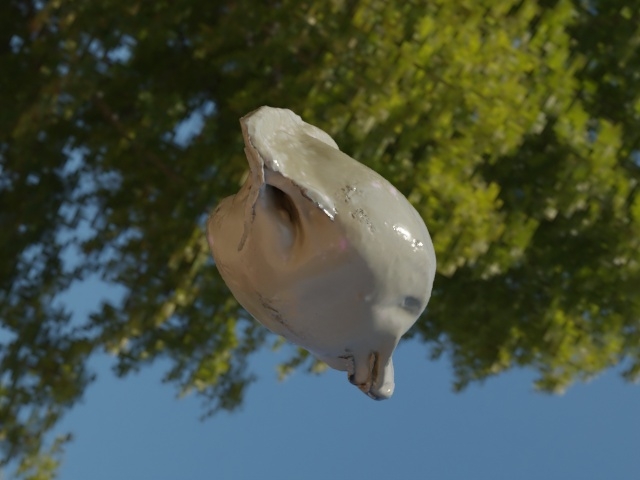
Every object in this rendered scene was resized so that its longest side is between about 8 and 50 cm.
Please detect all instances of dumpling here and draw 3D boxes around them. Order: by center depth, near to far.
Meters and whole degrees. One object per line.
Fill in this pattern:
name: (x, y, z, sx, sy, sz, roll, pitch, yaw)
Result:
dumpling: (0.000, 0.000, 0.856, 0.118, 0.199, 0.136, -21, -150, 3)
